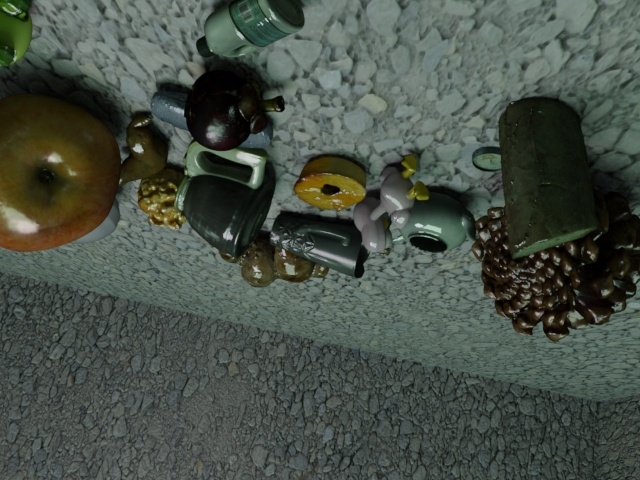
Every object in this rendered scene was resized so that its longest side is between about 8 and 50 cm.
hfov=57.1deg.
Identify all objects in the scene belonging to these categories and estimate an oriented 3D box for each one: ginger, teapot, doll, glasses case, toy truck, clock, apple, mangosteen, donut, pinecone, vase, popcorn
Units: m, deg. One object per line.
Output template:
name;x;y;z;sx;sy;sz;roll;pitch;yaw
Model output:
ginger;-0.150;0.063;1.987;0.376;0.176;0.256;5;142;16
teapot;0.291;-0.041;1.535;0.294;0.129;0.193;-2;152;42
doll;0.161;-0.076;1.484;0.094;0.160;0.365;-10;160;-16
glasses case;-0.246;-0.273;1.340;0.283;0.067;0.109;14;164;-10
toy truck;-0.669;-0.419;1.113;0.211;0.148;0.187;18;-179;38
clock;0.379;-0.179;1.308;0.085;0.017;0.085;10;159;4
apple;-0.677;-0.162;1.411;0.392;0.391;0.346;23;176;-26
mangosteen;-0.190;-0.264;1.217;0.184;0.172;0.172;4;167;-38
teapot;-0.263;-0.114;1.531;0.240;0.239;0.321;25;164;3
donut;0.029;-0.150;1.493;0.174;0.074;0.190;23;152;-23
pinecone;0.562;0.028;1.321;0.385;0.384;0.384;10;158;4
vase;0.000;0.000;1.796;0.301;0.156;0.251;15;162;8
popcorn;-0.438;-0.121;1.685;0.180;0.180;0.170;27;-178;-34

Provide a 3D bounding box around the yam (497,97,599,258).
yam;0.421;-0.109;1.106;0.168;0.304;0.168;1;156;1

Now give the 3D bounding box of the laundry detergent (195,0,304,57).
laundry detergent;-0.139;-0.372;1.033;0.226;0.070;0.099;-9;156;41

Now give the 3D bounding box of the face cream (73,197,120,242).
face cream;-0.768;-0.123;1.772;0.313;0.219;0.357;18;161;-1

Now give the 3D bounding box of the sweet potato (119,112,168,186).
sweet potato;-0.463;-0.222;1.542;0.124;0.097;0.310;8;155;-26

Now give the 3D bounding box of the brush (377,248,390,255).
brush;0.148;0.021;1.933;0.164;0.014;0.051;13;157;0
